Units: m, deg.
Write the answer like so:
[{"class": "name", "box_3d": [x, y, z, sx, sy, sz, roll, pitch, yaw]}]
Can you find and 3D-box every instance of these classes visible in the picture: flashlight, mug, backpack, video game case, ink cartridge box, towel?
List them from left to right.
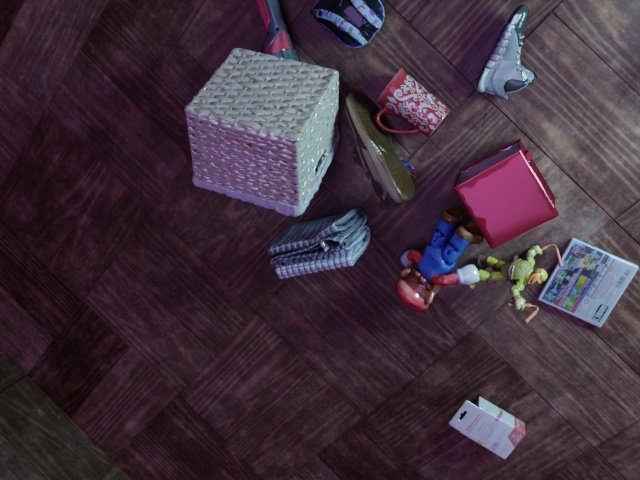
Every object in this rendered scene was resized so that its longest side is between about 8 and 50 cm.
[{"class": "flashlight", "box_3d": [-0.151, -0.619, 1.648, 0.103, 0.103, 0.303, -4, 107, 62]}, {"class": "towel", "box_3d": [0.000, 0.000, 1.690, 0.235, 0.284, 0.121, -12, 102, 21]}, {"class": "backpack", "box_3d": [0.088, -0.598, 1.558, 0.173, 0.117, 0.158, 43, 115, 2]}, {"class": "mug", "box_3d": [0.242, -0.353, 1.598, 0.169, 0.113, 0.150, 37, 130, 0]}, {"class": "ink cartridge box", "box_3d": [0.507, 0.561, 1.815, 0.198, 0.067, 0.115, 31, 114, 6]}, {"class": "video game case", "box_3d": [0.727, 0.116, 1.622, 0.184, 0.023, 0.201, 25, 114, 10]}]

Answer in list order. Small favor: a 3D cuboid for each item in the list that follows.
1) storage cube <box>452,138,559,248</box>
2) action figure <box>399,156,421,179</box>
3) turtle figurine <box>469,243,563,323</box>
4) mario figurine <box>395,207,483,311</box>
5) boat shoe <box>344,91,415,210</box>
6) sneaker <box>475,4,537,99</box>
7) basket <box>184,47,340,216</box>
[{"class": "storage cube", "box_3d": [0.480, -0.122, 1.542, 0.215, 0.183, 0.193, -31, 96, 24]}, {"class": "action figure", "box_3d": [0.228, -0.214, 1.683, 0.115, 0.030, 0.038, 31, 109, 12]}, {"class": "turtle figurine", "box_3d": [0.510, 0.096, 1.588, 0.217, 0.269, 0.087, 2, 140, 41]}, {"class": "mario figurine", "box_3d": [0.332, 0.068, 1.663, 0.170, 0.198, 0.320, 23, 121, -11]}, {"class": "boat shoe", "box_3d": [0.136, -0.244, 1.650, 0.123, 0.123, 0.341, -30, 86, 43]}, {"class": "sneaker", "box_3d": [0.496, -0.461, 1.491, 0.132, 0.086, 0.228, 26, 124, 4]}, {"class": "basket", "box_3d": [-0.139, -0.294, 1.577, 0.332, 0.328, 0.266, 18, 143, 11]}]
